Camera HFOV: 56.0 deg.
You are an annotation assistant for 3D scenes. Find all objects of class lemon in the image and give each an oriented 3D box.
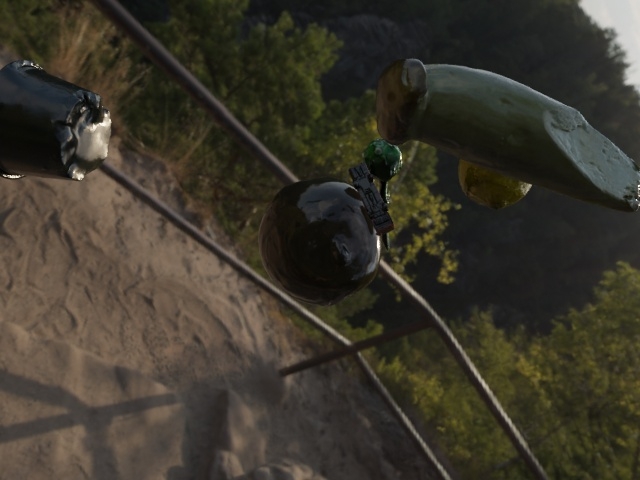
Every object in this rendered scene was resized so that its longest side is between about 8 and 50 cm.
[{"bbox_3d":[0.408,-0.172,1.392,0.180,0.180,0.193,-26,125,-68],"label":"lemon"}]

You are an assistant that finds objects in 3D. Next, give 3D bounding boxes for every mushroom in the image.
[{"bbox_3d":[0.215,-0.113,0.651,0.332,0.107,0.087,17,67,-8],"label":"mushroom"}]

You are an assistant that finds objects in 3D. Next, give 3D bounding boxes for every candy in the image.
[{"bbox_3d":[0.151,-0.099,1.441,0.097,0.096,0.324,-86,171,-49],"label":"candy"}]

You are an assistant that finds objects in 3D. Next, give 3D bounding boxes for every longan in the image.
[{"bbox_3d":[0.000,0.003,1.380,0.297,0.297,0.297,48,29,-37],"label":"longan"}]

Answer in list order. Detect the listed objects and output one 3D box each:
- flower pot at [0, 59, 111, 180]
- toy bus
[{"bbox_3d":[-0.347,-0.146,0.787,0.157,0.106,0.158,14,90,-84],"label":"flower pot"},{"bbox_3d":[0.073,-0.058,0.860,0.043,0.031,0.110,63,5,-67],"label":"toy bus"}]
